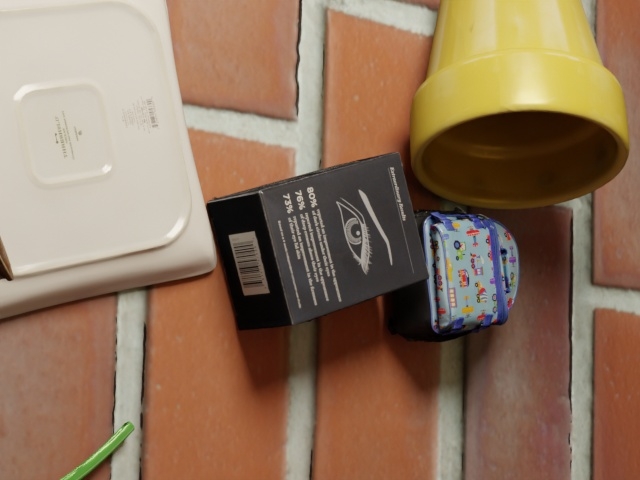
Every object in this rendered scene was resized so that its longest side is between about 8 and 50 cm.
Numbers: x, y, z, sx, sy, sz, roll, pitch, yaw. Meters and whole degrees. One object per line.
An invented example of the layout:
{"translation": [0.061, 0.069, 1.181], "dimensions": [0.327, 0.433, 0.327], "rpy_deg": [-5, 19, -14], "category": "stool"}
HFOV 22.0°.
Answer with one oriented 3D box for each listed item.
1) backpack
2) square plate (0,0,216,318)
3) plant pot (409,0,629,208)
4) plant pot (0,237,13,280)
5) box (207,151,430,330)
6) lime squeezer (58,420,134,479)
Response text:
{"translation": [0.170, 0.039, 1.945], "dimensions": [0.173, 0.117, 0.158], "rpy_deg": [0, 86, -39], "category": "backpack"}
{"translation": [-0.268, -0.109, 1.677], "dimensions": [0.344, 0.049, 0.347], "rpy_deg": [-12, 92, -36], "category": "square plate"}
{"translation": [0.227, -0.196, 1.949], "dimensions": [0.254, 0.254, 0.239], "rpy_deg": [17, 59, -34], "category": "plant pot"}
{"translation": [-0.386, -0.012, 1.494], "dimensions": [0.165, 0.167, 0.167], "rpy_deg": [-21, 99, -8], "category": "plant pot"}
{"translation": [0.000, 0.000, 1.826], "dimensions": [0.207, 0.108, 0.153], "rpy_deg": [-16, 94, -37], "category": "box"}
{"translation": [-0.315, 0.242, 1.613], "dimensions": [0.310, 0.059, 0.110], "rpy_deg": [0, 55, -35], "category": "lime squeezer"}
